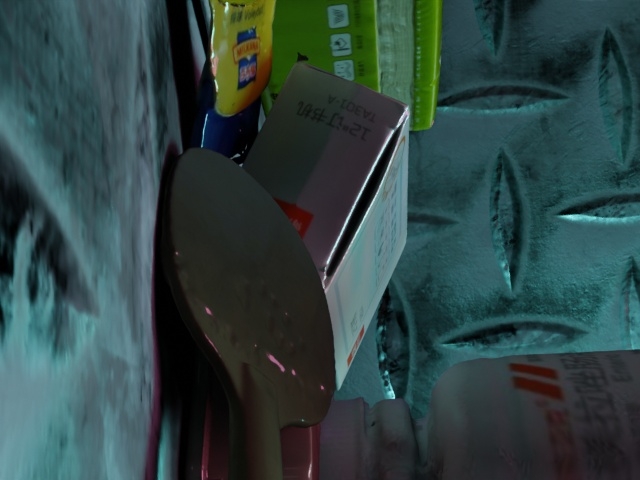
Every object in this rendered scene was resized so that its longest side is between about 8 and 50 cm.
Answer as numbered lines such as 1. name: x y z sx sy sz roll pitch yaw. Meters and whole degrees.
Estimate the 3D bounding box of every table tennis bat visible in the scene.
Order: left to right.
1. table tennis bat: -0.032 0.048 0.603 0.131 0.022 0.234 45 26 -34

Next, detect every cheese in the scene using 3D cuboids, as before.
1. cheese: -0.034 -0.165 0.689 0.177 0.069 0.270 -39 143 -66

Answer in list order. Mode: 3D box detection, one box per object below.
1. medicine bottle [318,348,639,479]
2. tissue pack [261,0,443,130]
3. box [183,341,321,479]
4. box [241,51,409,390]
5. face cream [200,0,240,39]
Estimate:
1. medicine bottle: 0.108 0.196 0.780 0.256 0.325 0.256 -2 90 -87
2. tissue pack: 0.015 -0.234 1.084 0.274 0.167 0.200 79 6 -65
3. box: -0.032 0.104 0.669 0.122 0.062 0.089 -90 175 -49
4. box: 0.000 0.000 0.846 0.269 0.079 0.135 79 35 -73
5. face cream: -0.044 -0.329 0.840 0.235 0.137 0.420 85 13 -64
